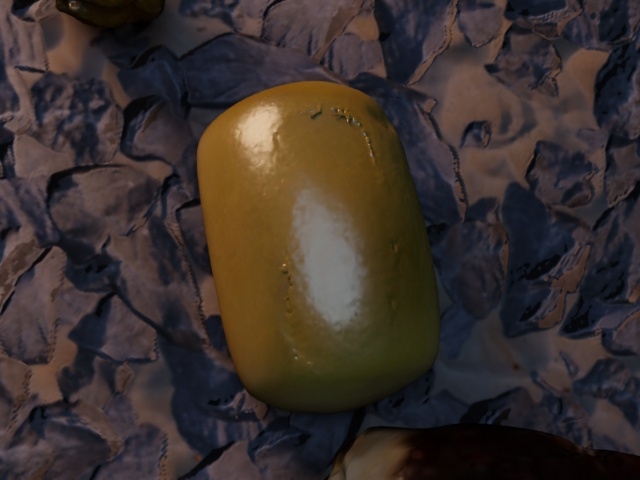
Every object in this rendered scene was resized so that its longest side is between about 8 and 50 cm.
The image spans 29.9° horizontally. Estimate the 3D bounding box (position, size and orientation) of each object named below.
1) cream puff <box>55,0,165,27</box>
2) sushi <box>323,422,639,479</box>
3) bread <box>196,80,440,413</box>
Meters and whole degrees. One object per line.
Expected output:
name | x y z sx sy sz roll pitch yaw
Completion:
cream puff | -0.153 -0.200 0.806 0.094 0.116 0.122 -9 59 -23
sushi | 0.131 0.264 0.619 0.294 0.281 0.300 12 65 -11
bread | 0.000 0.000 0.777 0.147 0.098 0.217 -13 74 -8
